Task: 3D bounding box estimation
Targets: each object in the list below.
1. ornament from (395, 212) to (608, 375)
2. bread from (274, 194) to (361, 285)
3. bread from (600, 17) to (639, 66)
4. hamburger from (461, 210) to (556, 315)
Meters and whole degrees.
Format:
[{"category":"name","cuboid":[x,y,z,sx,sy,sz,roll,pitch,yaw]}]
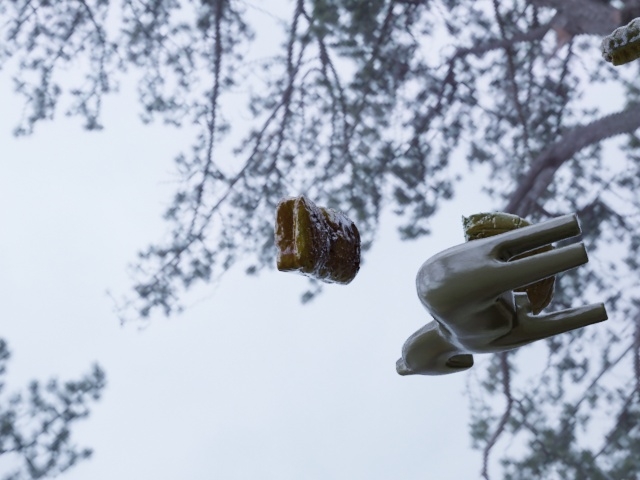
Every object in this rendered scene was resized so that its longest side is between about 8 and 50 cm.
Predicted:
[{"category":"ornament","cuboid":[0.166,0.076,0.975,0.244,0.061,0.230,-17,-33,18]},{"category":"bread","cuboid":[-0.002,0.000,1.593,0.271,0.077,0.139,25,-116,-67]},{"category":"bread","cuboid":[0.571,-0.365,1.750,0.110,0.066,0.060,-29,14,24]},{"category":"hamburger","cuboid":[0.414,0.071,2.089,0.211,0.132,0.309,-5,-59,5]}]
